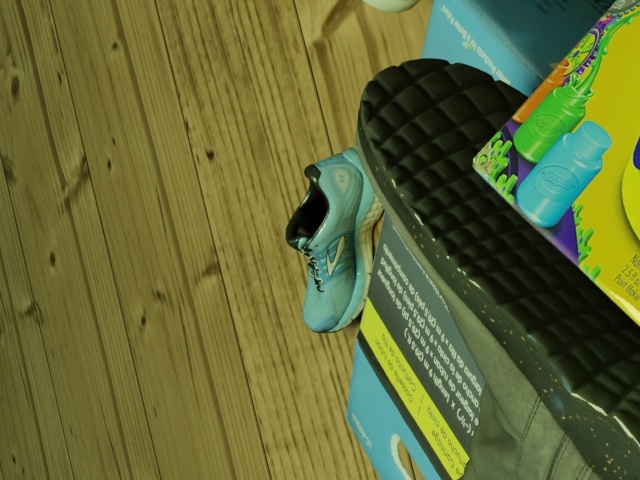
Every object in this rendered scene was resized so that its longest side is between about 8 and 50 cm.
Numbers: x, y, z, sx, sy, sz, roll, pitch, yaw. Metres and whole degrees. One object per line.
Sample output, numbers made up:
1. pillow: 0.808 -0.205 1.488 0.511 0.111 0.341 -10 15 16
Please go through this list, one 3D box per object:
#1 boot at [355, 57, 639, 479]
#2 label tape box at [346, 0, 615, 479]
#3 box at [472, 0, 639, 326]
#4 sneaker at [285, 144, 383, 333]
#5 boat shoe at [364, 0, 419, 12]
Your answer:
1. boot: 0.097 0.087 0.969 0.338 0.118 0.222 58 147 26
2. label tape box: 0.132 0.044 1.138 0.249 0.115 0.347 -123 35 -49
3. box: 0.268 -0.022 0.706 0.279 0.177 0.290 -49 45 6
4. sneaker: 0.000 0.000 1.437 0.063 0.073 0.162 44 135 47
5. boat shoe: 0.035 -0.273 1.284 0.081 0.079 0.227 141 119 -63
